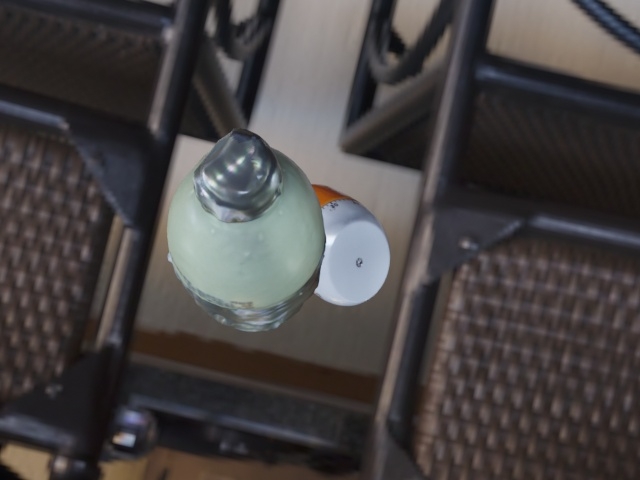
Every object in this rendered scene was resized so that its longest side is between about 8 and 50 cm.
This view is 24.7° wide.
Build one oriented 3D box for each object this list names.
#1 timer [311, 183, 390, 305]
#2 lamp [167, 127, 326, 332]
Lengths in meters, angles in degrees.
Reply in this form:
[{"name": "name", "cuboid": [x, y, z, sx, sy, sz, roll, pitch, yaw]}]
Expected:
[{"name": "timer", "cuboid": [0.000, 0.000, 1.443, 0.136, 0.099, 0.136, 36, 152, 23]}, {"name": "lamp", "cuboid": [-0.045, 0.001, 0.921, 0.101, 0.101, 0.250, 13, 160, 7]}]
